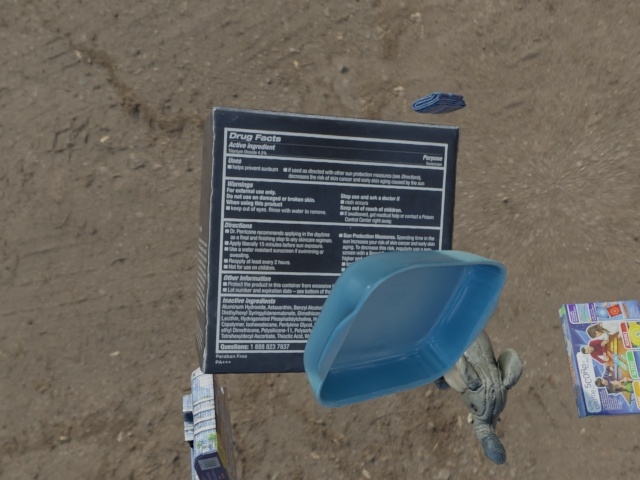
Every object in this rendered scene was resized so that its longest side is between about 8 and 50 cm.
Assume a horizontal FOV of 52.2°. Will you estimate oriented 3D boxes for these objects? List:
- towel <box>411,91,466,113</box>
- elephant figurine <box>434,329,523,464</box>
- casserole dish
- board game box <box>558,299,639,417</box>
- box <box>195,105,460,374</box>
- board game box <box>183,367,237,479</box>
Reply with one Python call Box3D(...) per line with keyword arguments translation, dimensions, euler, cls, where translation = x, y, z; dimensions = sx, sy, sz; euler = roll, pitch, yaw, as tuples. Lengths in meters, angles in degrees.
Box3D(translation=(0.239, -0.273, 1.317), dimensions=(0.067, 0.119, 0.029), euler=(-17, 87, 40), cls="towel")
Box3D(translation=(0.308, 0.266, 1.253), dimensions=(0.169, 0.239, 0.186), euler=(-37, 110, -1), cls="elephant figurine")
Box3D(translation=(0.058, 0.054, 0.451), dimensions=(0.037, 0.188, 0.114), euler=(42, 117, 36), cls="casserole dish")
Box3D(translation=(0.515, 0.210, 1.168), dimensions=(0.136, 0.035, 0.201), euler=(-3, 68, 3), cls="board game box")
Box3D(translation=(0.000, 0.000, 0.817), dimensions=(0.296, 0.183, 0.294), euler=(3, 94, -14), cls="box")
Box3D(translation=(-0.178, 0.294, 1.036), dimensions=(0.060, 0.194, 0.194), euler=(-10, 136, -5), cls="board game box")
